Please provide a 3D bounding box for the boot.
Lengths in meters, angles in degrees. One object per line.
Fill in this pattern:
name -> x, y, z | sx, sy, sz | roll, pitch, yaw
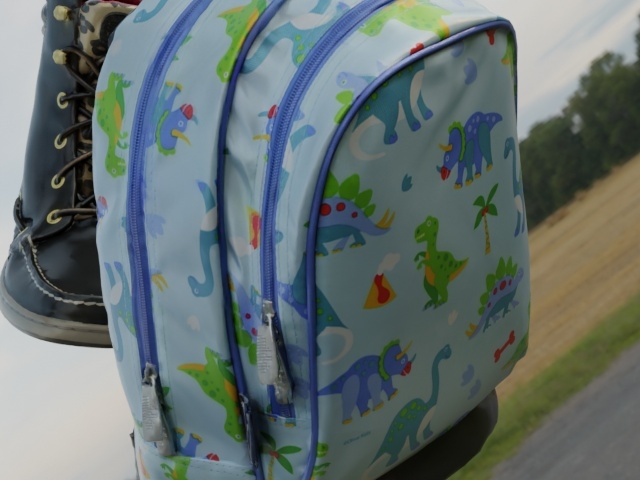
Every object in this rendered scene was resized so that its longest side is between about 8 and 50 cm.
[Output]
boot -> -0.213, -0.086, 1.011 | 0.377, 0.138, 0.284 | -118, 39, -67

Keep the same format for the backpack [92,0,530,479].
backpack -> 0.000, 0.000, 0.660 | 0.290, 0.355, 0.273 | -23, 15, -37
